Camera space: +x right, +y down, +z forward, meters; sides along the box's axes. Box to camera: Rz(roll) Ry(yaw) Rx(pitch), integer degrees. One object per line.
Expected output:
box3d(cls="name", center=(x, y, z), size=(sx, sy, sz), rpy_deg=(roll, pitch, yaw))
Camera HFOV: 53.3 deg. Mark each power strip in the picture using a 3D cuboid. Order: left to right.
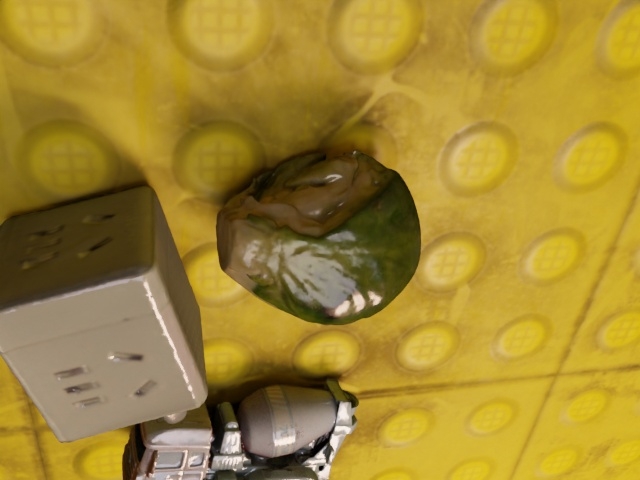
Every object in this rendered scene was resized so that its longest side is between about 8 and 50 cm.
box3d(cls="power strip", center=(-0.184, 0.084, 0.575), size=(0.140, 0.139, 0.225), rpy_deg=(-15, 127, -6))

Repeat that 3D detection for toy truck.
box3d(cls="toy truck", center=(-0.087, 0.226, 0.731), size=(0.256, 0.108, 0.140), rpy_deg=(8, 110, -23))

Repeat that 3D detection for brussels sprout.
box3d(cls="brussels sprout", center=(0.002, 0.007, 0.574), size=(0.183, 0.131, 0.146), rpy_deg=(-19, 123, -7))
